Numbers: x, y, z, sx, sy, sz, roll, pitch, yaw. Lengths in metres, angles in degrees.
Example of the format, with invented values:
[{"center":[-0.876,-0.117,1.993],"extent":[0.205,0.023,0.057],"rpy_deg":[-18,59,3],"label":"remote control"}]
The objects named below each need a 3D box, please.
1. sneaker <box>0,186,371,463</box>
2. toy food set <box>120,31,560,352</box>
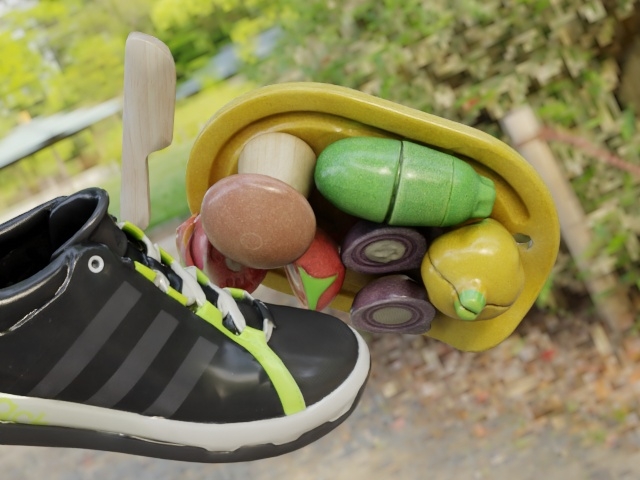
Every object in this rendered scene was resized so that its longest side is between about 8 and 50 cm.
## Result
[{"center":[-0.080,0.029,0.693],"extent":[0.235,0.097,0.084],"rpy_deg":[2,24,-25],"label":"sneaker"},{"center":[0.000,0.000,0.781],"extent":[0.071,0.218,0.128],"rpy_deg":[-75,2,-49],"label":"toy food set"}]
